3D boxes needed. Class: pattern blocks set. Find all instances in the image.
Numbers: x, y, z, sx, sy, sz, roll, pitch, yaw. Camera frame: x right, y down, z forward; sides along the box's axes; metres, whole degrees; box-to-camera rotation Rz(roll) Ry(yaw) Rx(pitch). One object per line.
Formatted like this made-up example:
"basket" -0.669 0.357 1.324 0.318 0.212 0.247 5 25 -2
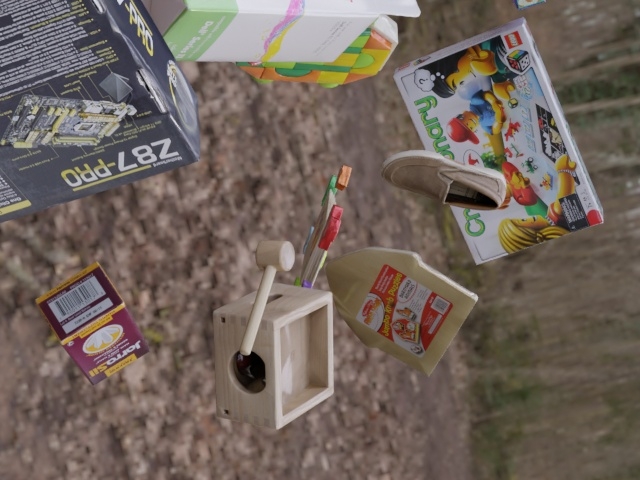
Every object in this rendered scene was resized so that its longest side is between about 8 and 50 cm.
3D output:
"pattern blocks set" 0.000 0.000 2.303 0.325 0.026 0.285 -79 -169 -61

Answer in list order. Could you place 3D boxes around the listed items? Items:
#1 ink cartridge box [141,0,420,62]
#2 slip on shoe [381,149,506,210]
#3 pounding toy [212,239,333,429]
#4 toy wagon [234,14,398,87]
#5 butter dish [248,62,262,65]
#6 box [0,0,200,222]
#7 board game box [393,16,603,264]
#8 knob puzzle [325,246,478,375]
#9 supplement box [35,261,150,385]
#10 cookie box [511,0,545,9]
"ink cartridge box" -0.067 -0.331 1.574 0.119 0.353 0.207 -39 -117 47
"slip on shoe" 0.131 -0.060 1.375 0.041 0.135 0.051 -77 -179 -48
"pounding toy" -0.070 0.095 1.424 0.181 0.094 0.206 -24 117 -56
"toy wagon" -0.053 -0.332 2.136 0.267 0.344 0.068 126 -37 -68
"butter dish" -0.112 -0.336 1.849 0.160 0.118 0.160 -38 108 -41
"box" -0.337 -0.134 1.055 0.318 0.395 0.097 61 16 -47
"board game box" 0.250 -0.134 1.793 0.305 0.193 0.053 64 20 -16
"knob puzzle" 0.096 0.075 1.711 0.030 0.213 0.213 -53 138 -44
"supplement box" -0.322 0.122 1.837 0.081 0.104 0.188 54 -11 23
"cookie box" 0.259 -0.369 1.701 0.092 0.040 0.107 -95 166 -67
